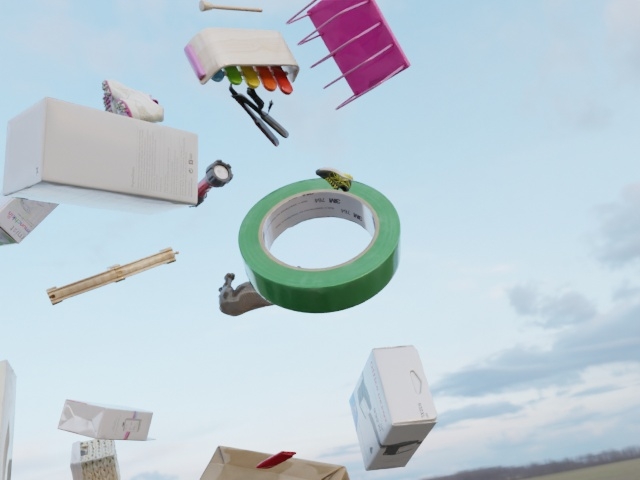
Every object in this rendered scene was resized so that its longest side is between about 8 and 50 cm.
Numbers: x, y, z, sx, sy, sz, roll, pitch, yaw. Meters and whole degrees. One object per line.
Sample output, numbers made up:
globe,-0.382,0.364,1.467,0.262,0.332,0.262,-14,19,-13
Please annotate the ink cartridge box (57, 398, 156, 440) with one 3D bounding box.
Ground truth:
ink cartridge box,-0.452,0.394,1.299,0.115,0.067,0.198,3,-18,24

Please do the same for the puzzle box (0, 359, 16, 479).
puzzle box,-0.637,0.379,0.949,0.272,0.409,0.052,-20,-56,-13

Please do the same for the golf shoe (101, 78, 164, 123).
golf shoe,-0.590,-0.424,1.855,0.140,0.306,0.115,-14,-50,-31

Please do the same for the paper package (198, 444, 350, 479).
paper package,-0.073,0.587,1.166,0.309,0.168,0.325,-1,-58,24

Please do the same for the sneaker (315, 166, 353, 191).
sneaker,0.027,-0.118,1.152,0.083,0.035,0.031,13,-12,-26

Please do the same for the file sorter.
file sorter,0.069,-0.543,1.655,0.202,0.291,0.182,-21,17,42

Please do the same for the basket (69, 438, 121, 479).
basket,-0.561,0.594,1.496,0.103,0.167,0.113,-10,13,-18

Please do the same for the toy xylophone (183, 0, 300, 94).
toy xylophone,-0.195,-0.493,1.524,0.322,0.236,0.081,-5,-25,-39

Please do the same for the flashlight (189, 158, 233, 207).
flashlight,-0.456,-0.215,2.373,0.103,0.103,0.304,-10,-14,-39

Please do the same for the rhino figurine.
rhino figurine,-0.130,0.115,1.391,0.243,0.106,0.073,-15,-49,6

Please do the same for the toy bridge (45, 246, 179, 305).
toy bridge,-0.292,0.047,0.850,0.188,0.026,0.063,-21,5,-24

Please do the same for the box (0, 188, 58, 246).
box,-1.025,-0.103,1.992,0.261,0.231,0.127,-5,-47,43

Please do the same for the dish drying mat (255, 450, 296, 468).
dish drying mat,-0.076,0.372,1.005,0.032,0.008,0.083,18,-41,-32

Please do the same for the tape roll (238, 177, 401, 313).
tape roll,0.000,0.000,1.189,0.321,0.321,0.077,-10,-47,-1

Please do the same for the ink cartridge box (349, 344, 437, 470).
ink cartridge box,0.189,0.462,1.629,0.128,0.223,0.308,-1,-41,-14

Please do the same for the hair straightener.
hair straightener,-0.167,-0.374,1.662,0.089,0.047,0.230,-33,-75,28

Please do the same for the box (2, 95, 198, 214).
box,-0.470,-0.166,1.296,0.215,0.168,0.345,-7,-10,43
